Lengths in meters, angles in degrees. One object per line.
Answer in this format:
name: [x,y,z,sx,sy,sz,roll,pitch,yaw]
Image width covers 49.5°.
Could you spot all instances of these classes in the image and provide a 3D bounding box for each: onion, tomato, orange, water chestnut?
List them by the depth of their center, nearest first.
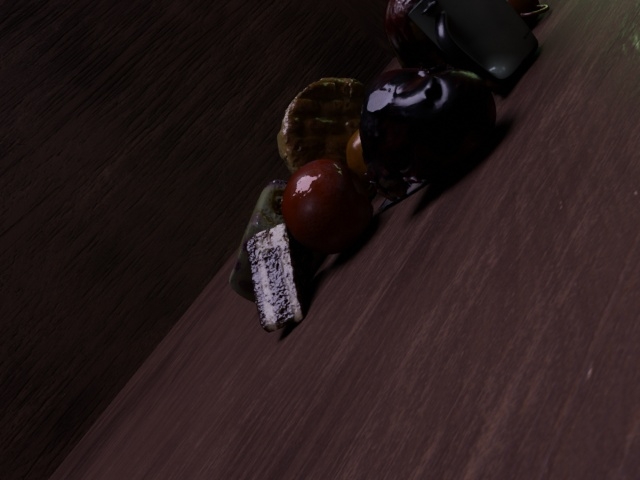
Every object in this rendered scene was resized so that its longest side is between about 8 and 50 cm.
onion: [0.202,-0.221,1.300,0.281,0.221,0.281,-27,46,32]
tomato: [0.010,-0.072,1.536,0.184,0.208,0.208,-32,14,16]
orange: [0.139,-0.209,1.682,0.155,0.154,0.134,-47,-3,8]
water chestnut: [0.306,-0.590,1.845,0.335,0.335,0.347,-49,37,-6]

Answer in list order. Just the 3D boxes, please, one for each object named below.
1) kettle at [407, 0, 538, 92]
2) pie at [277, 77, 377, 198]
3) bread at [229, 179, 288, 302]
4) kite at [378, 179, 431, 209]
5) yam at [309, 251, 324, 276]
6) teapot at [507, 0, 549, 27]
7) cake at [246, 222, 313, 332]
kettle: [0.315,-0.429,1.447,0.165,0.255,0.240,-34,15,46]
pie: [0.045,-0.253,1.769,0.339,0.339,0.083,-53,12,-24]
bread: [-0.128,0.012,1.810,0.338,0.155,0.187,119,170,-52]
kite: [0.239,-0.173,1.521,0.314,0.011,0.335,-45,11,13]
yam: [0.000,0.000,1.734,0.300,0.066,0.066,-54,11,-32]
teapot: [0.490,-0.564,1.700,0.116,0.116,0.173,-49,31,-5]
cake: [-0.101,0.073,1.517,0.112,0.135,0.246,-24,27,20]
